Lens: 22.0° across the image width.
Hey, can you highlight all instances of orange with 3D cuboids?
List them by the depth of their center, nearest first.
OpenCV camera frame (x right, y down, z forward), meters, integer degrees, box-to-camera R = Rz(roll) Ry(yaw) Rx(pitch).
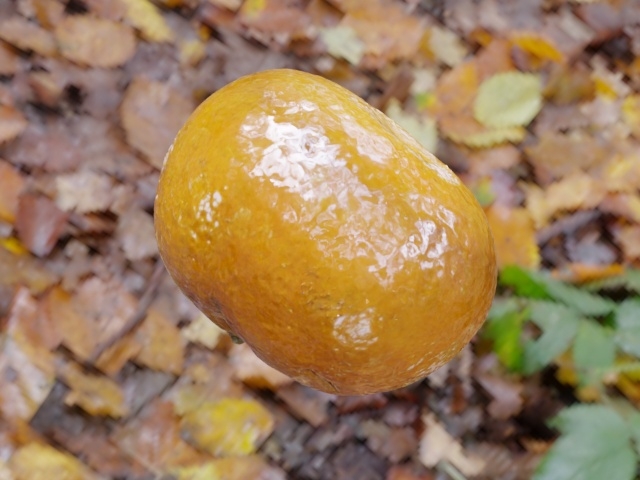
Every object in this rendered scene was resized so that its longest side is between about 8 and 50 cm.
[{"bbox_3d":[0.000,0.000,1.021,0.224,0.170,0.224,36,13,-9],"label":"orange"}]
